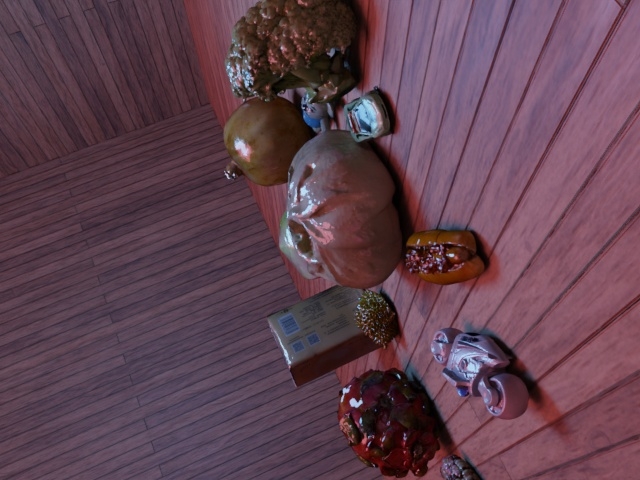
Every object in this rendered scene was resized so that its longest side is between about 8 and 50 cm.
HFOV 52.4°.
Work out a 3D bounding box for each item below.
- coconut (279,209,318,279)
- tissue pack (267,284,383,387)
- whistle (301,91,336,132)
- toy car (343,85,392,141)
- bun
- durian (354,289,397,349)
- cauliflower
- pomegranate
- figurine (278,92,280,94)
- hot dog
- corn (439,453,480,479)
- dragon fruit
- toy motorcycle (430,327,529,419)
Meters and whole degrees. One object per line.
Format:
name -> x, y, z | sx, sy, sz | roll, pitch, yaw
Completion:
coconut -> 0.000, 0.000, 1.764 | 0.236, 0.204, 0.236 | 34, 159, 15
tissue pack -> 0.026, 0.296, 1.974 | 0.238, 0.305, 0.238 | 156, 90, -82
whistle -> -0.009, -0.302, 1.514 | 0.114, 0.077, 0.235 | 60, 171, 6
toy car -> 0.081, -0.232, 1.232 | 0.186, 0.058, 0.093 | -159, 49, -77
bun -> 0.033, -0.054, 1.415 | 0.365, 0.219, 0.365 | 161, 90, -81
durian -> 0.147, 0.224, 1.771 | 0.146, 0.102, 0.208 | 46, 161, 50
cauliflower -> -0.043, -0.345, 1.234 | 0.250, 0.272, 0.275 | 39, -162, -24
pomegranate -> -0.157, -0.265, 1.821 | 0.229, 0.270, 0.252 | 51, 170, 33
figurine -> -0.157, -0.482, 1.980 | 0.098, 0.081, 0.146 | 21, -164, -35
hot dog -> 0.200, 0.032, 1.120 | 0.102, 0.076, 0.249 | 65, 170, -4
corn -> 0.362, 0.612, 1.501 | 0.280, 0.092, 0.092 | -124, 15, -61
dragon fruit -> 0.191, 0.503, 1.756 | 0.291, 0.250, 0.269 | 45, 165, 29
toy motorcycle -> 0.272, 0.211, 1.121 | 0.254, 0.112, 0.112 | -136, 25, -65
